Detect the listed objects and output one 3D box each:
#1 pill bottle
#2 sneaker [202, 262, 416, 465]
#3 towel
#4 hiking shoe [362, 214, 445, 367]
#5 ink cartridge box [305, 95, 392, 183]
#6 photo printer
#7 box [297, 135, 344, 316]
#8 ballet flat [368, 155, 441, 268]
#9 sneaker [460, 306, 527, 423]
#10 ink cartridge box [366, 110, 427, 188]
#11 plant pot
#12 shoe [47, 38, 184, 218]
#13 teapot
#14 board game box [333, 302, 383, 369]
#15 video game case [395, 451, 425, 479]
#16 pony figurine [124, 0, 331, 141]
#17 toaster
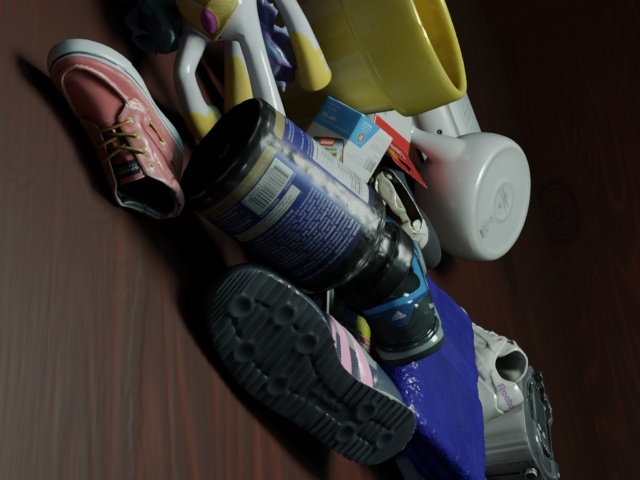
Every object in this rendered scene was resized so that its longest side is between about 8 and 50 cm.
[{"bbox_3d":[-0.016,-0.027,0.965,0.219,0.123,0.123,38,34,-26],"label":"pill bottle"},{"bbox_3d":[-0.026,0.115,1.041,0.319,0.112,0.131,50,1,-37],"label":"sneaker"},{"bbox_3d":[0.140,0.175,1.339,0.227,0.076,0.308,49,29,-34],"label":"towel"},{"bbox_3d":[0.077,0.018,1.247,0.304,0.113,0.132,-116,-176,-56],"label":"hiking shoe"},{"bbox_3d":[0.005,-0.074,1.231,0.060,0.180,0.104,32,2,26],"label":"ink cartridge box"},{"bbox_3d":[0.264,-0.235,2.090,0.307,0.107,0.256,66,20,-15],"label":"photo printer"},{"bbox_3d":[0.000,0.000,1.133,0.114,0.036,0.207,-75,169,-55],"label":"box"},{"bbox_3d":[0.130,-0.041,1.610,0.203,0.074,0.074,64,20,-1],"label":"ballet flat"},{"bbox_3d":[0.252,0.193,1.584,0.114,0.152,0.305,61,14,-23],"label":"sneaker"},{"bbox_3d":[0.119,-0.208,1.675,0.225,0.056,0.181,59,14,21],"label":"ink cartridge box"},{"bbox_3d":[0.035,-0.264,1.303,0.254,0.239,0.254,52,27,-42],"label":"plant pot"},{"bbox_3d":[-0.169,-0.090,0.856,0.178,0.063,0.081,52,21,-52],"label":"shoe"},{"bbox_3d":[0.258,-0.083,1.845,0.252,0.187,0.256,-4,103,-51],"label":"teapot"},{"bbox_3d":[0.063,0.173,1.281,0.201,0.035,0.136,39,37,-56],"label":"board game box"},{"bbox_3d":[0.162,0.326,1.425,0.201,0.023,0.183,63,21,-21],"label":"video game case"},{"bbox_3d":[-0.081,-0.288,1.039,0.351,0.303,0.363,-73,156,-45],"label":"pony figurine"},{"bbox_3d":[0.294,0.301,1.618,0.129,0.146,0.227,59,23,-32],"label":"toaster"}]
